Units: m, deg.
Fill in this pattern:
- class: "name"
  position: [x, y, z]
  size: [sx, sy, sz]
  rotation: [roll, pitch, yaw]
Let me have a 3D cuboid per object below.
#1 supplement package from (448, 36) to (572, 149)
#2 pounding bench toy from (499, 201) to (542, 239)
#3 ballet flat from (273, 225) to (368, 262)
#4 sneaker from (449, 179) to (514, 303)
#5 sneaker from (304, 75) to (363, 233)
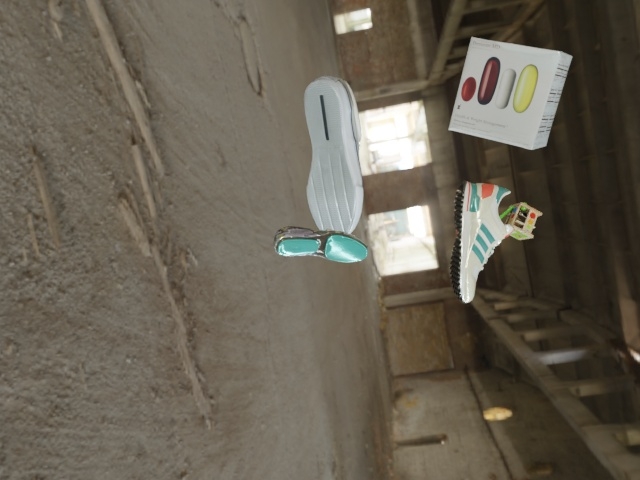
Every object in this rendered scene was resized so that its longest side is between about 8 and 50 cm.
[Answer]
- class: "supplement package"
  position: [0.418, -0.325, 1.259]
  size: [0.149, 0.194, 0.202]
  rotation: [-21, 125, -56]
- class: "pounding bench toy"
  position: [0.405, -0.049, 1.185]
  size: [0.065, 0.083, 0.052]
  rotation: [-66, -171, -10]
- class: "ballet flat"
  position: [0.000, 0.000, 0.663]
  size: [0.041, 0.115, 0.041]
  rotation: [-175, -90, -70]
- class: "sneaker"
  position: [0.212, 0.003, 0.738]
  size: [0.057, 0.076, 0.161]
  rotation: [-55, 147, -86]
- class: "sneaker"
  position: [0.034, -0.131, 0.904]
  size: [0.091, 0.094, 0.257]
  rotation: [-38, 131, -55]
